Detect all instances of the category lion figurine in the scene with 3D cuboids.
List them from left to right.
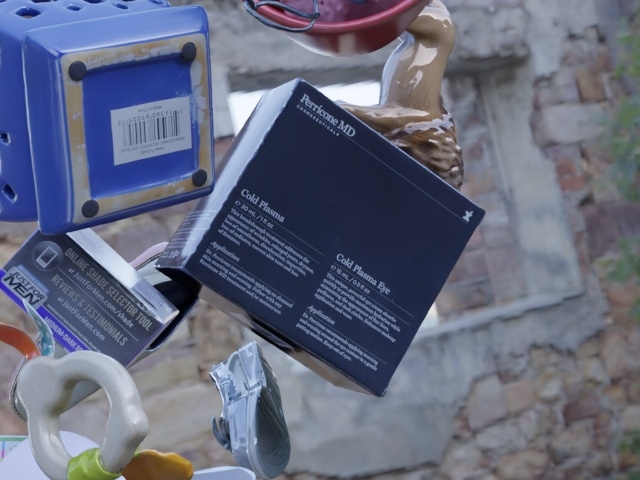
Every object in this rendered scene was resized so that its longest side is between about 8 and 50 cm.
[{"bbox_3d":[0.142,-0.258,1.936,0.240,0.392,0.142,12,2,-9],"label":"lion figurine"}]

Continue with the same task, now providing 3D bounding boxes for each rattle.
[{"bbox_3d":[-0.216,0.146,1.172,0.143,0.130,0.200,-5,36,-48],"label":"rattle"}]

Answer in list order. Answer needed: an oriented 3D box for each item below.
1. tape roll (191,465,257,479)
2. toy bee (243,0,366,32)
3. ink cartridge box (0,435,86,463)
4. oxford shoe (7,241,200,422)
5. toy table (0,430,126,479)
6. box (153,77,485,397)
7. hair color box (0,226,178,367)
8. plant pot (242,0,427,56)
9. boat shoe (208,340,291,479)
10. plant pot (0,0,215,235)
[{"bbox_3d":[-0.173,0.358,1.516,0.219,0.072,0.219,-17,9,3],"label":"tape roll"},{"bbox_3d":[0.030,-0.313,1.193,0.195,0.162,0.298,11,26,-12],"label":"toy bee"},{"bbox_3d":[-0.484,0.354,1.959,0.209,0.062,0.109,2,-24,-13],"label":"ink cartridge box"},{"bbox_3d":[-0.350,0.159,2.001,0.397,0.140,0.146,-45,24,-4],"label":"oxford shoe"},{"bbox_3d":[-0.277,0.357,1.278,0.252,0.274,0.161,8,-35,-13],"label":"toy table"},{"bbox_3d":[0.000,0.000,1.743,0.312,0.343,0.179,-58,16,-11],"label":"box"},{"bbox_3d":[-0.287,0.073,1.556,0.110,0.185,0.339,-48,1,-5],"label":"hair color box"},{"bbox_3d":[0.021,-0.326,1.341,0.275,0.274,0.243,-13,-7,1],"label":"plant pot"},{"bbox_3d":[-0.117,0.264,1.849,0.103,0.118,0.320,-25,26,5],"label":"boat shoe"},{"bbox_3d":[-0.236,-0.137,1.249,0.236,0.236,0.212,-17,26,-37],"label":"plant pot"}]
